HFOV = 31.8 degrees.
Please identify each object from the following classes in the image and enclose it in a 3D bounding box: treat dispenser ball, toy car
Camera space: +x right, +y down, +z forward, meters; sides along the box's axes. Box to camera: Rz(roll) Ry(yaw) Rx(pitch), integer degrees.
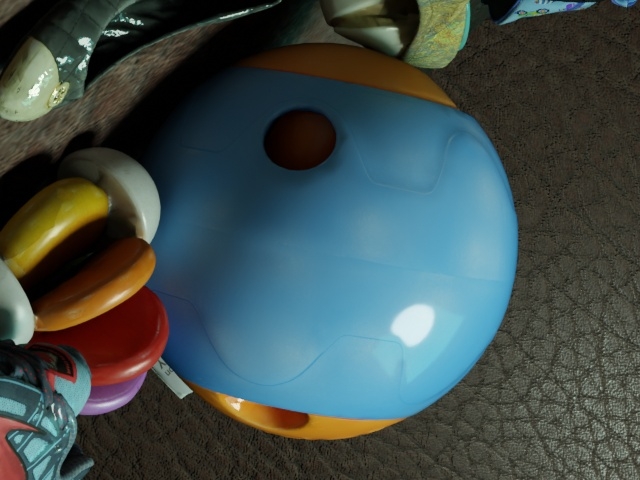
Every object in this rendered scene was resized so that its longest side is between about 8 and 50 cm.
[{"bbox_3d":[0.000,0.000,0.826,0.288,0.288,0.288,-44,179,-1],"label":"treat dispenser ball"},{"bbox_3d":[-0.159,0.043,0.695,0.159,0.136,0.182,-43,178,-39],"label":"toy car"}]

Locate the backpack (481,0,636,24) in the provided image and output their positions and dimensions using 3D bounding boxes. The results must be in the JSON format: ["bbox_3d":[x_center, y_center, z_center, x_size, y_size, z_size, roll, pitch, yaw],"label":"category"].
[{"bbox_3d":[0.170,-0.226,0.766,0.173,0.116,0.158,126,-35,-76],"label":"backpack"}]

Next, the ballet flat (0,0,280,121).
[{"bbox_3d":[-0.078,-0.101,0.512,0.173,0.049,0.057,-43,177,-37],"label":"ballet flat"}]

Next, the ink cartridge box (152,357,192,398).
[{"bbox_3d":[-0.045,-0.029,1.279,0.279,0.160,0.384,-45,178,30],"label":"ink cartridge box"}]

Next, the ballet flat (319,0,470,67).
[{"bbox_3d":[0.052,-0.188,0.774,0.123,0.123,0.348,-44,179,-5],"label":"ballet flat"}]

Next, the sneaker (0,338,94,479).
[{"bbox_3d":[-0.183,0.076,0.567,0.125,0.104,0.262,-33,154,-18],"label":"sneaker"}]
